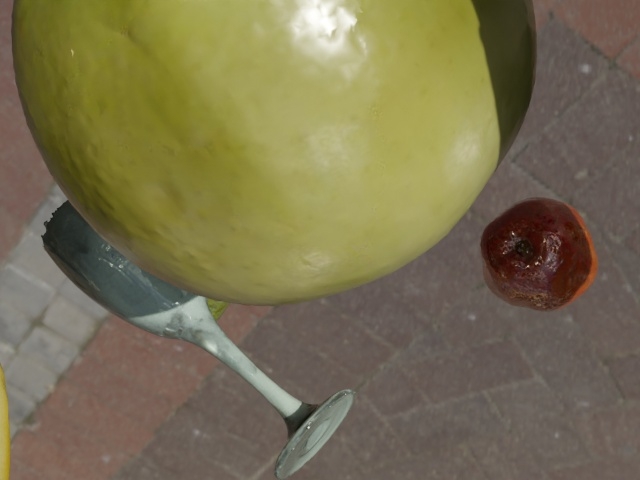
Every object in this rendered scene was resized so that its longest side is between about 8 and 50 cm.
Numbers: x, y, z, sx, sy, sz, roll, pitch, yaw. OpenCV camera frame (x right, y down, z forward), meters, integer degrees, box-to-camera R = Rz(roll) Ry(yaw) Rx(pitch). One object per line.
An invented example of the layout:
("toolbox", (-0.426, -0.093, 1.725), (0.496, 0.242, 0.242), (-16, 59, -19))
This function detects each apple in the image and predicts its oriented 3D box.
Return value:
("apple", (-0.027, -0.112, 0.608), (0.292, 0.292, 0.254), (-18, 134, 29))

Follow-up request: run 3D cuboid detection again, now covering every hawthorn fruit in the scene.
("hawthorn fruit", (0.317, 0.022, 1.593), (0.189, 0.189, 0.189), (9, 129, 11))

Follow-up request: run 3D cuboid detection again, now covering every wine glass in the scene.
("wine glass", (-0.074, 0.005, 0.921), (0.309, 0.096, 0.264), (40, 114, 18))

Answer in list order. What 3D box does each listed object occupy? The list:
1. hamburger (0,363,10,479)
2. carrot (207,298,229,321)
("hamburger", (-0.330, 0.154, 0.699), (0.179, 0.294, 0.276), (17, 141, -41))
("carrot", (-0.137, 0.044, 1.733), (0.074, 0.074, 0.358), (34, 133, -10))
